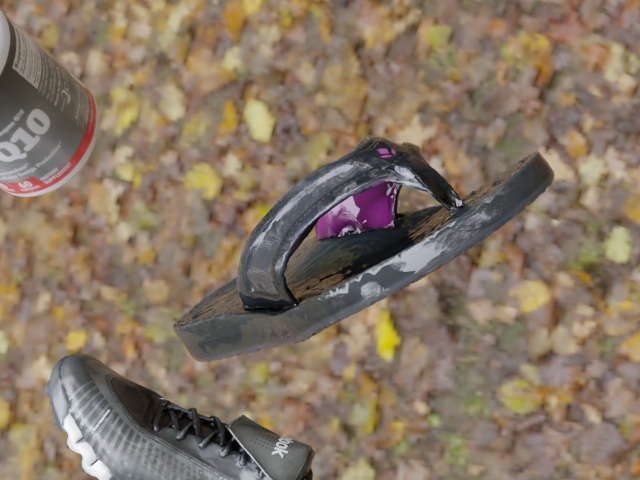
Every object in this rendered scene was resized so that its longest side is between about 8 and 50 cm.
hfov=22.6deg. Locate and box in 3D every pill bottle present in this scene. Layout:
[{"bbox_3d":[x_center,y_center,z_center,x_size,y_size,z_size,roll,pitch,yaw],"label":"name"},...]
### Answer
[{"bbox_3d":[-0.386,-0.176,1.804,0.161,0.283,0.161,-11,63,22],"label":"pill bottle"}]

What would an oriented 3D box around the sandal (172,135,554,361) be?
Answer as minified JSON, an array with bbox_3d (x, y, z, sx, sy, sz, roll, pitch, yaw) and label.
[{"bbox_3d":[-0.002,0.002,1.234,0.445,0.167,0.107,-23,102,54],"label":"sandal"}]

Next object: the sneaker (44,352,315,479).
[{"bbox_3d":[-0.059,0.139,0.972,0.106,0.078,0.234,-42,97,20],"label":"sneaker"}]
